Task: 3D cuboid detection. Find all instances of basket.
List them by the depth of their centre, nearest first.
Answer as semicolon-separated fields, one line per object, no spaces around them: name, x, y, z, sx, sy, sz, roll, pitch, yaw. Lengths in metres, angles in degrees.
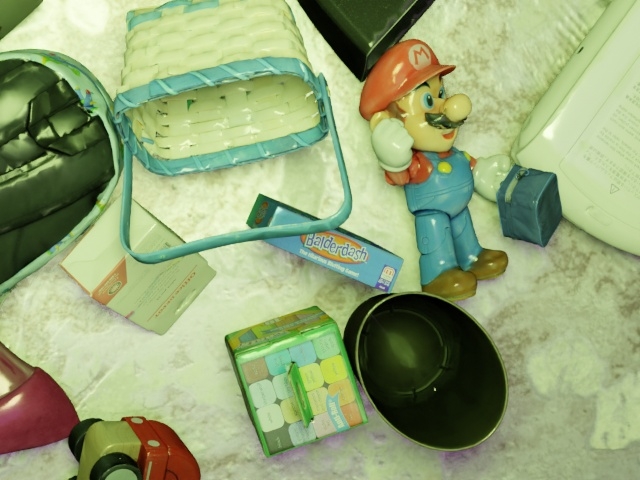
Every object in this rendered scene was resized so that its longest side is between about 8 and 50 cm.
basket;-0.100;-0.126;1.405;0.254;0.201;0.289;-9;63;9
basket;0.110;0.141;1.546;0.154;0.227;0.204;-42;99;-4

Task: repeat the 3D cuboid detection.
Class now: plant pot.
plant pot;0.054;-0.327;1.533;0.167;0.188;0.187;42;87;3

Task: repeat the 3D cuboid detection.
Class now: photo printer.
photo printer;0.410;-0.148;1.618;0.256;0.107;0.307;35;92;-10

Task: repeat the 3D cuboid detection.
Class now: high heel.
high heel;-0.472;0.285;1.521;0.377;0.127;0.181;-42;106;1

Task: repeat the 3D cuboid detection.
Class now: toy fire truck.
toy fire truck;-0.182;0.339;1.564;0.246;0.158;0.217;4;108;-31

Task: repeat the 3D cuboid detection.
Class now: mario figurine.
mario figurine;0.156;-0.092;1.558;0.170;0.198;0.321;-17;102;4

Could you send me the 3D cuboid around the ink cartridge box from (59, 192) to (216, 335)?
ink cartridge box;-0.213;0.034;1.534;0.067;0.198;0.115;41;87;26

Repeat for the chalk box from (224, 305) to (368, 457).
chalk box;-0.029;0.168;1.532;0.132;0.213;0.132;-18;97;-7

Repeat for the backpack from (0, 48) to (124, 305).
backpack;-0.395;-0.076;1.453;0.355;0.273;0.290;-31;98;15

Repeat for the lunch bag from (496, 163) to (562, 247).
lunch bag;0.253;-0.046;1.571;0.067;0.065;0.098;-52;142;-34

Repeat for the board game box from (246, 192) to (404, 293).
board game box;0.000;0.000;1.525;0.160;0.210;0.047;23;92;-11

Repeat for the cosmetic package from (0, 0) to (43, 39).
cosmetic package;-0.397;-0.291;1.357;0.129;0.296;0.153;-43;97;-4
